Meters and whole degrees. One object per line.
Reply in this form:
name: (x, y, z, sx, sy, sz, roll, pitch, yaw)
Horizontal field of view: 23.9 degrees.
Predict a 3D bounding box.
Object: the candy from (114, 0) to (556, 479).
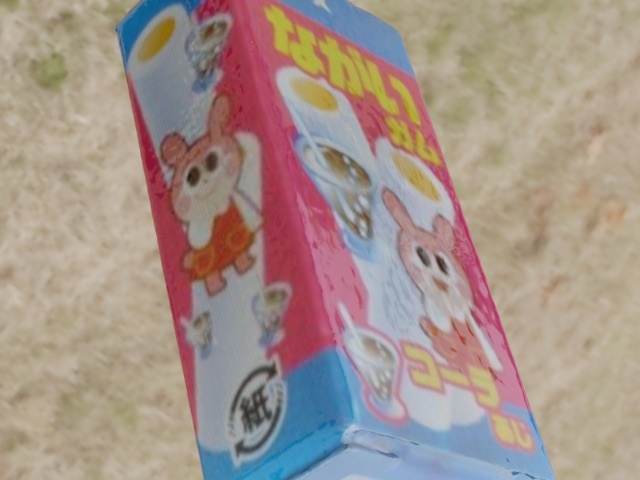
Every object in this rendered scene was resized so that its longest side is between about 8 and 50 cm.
candy: (-0.001, 0.001, 0.769, 0.100, 0.306, 0.157, -35, 143, 30)
